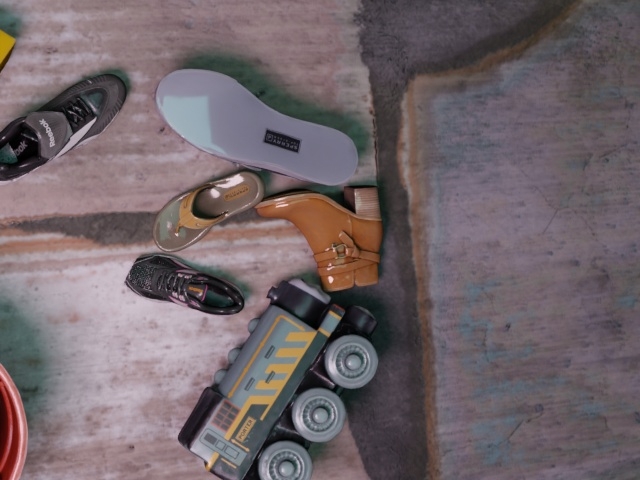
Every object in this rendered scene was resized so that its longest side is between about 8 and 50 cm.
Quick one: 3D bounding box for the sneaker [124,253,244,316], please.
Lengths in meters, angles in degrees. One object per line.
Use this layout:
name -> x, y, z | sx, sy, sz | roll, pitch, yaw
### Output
sneaker -> -0.186, 0.064, 1.548 | 0.178, 0.077, 0.072 | 13, 87, -15

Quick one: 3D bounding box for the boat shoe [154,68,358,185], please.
boat shoe -> -0.098, -0.155, 1.553 | 0.306, 0.105, 0.113 | 14, 84, -22

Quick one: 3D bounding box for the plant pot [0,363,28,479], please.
plant pot -> -0.509, 0.226, 1.366 | 0.272, 0.265, 0.273 | 0, 91, -16

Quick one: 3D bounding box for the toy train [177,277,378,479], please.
toy train -> -0.057, 0.217, 1.565 | 0.190, 0.142, 0.334 | 33, 83, -4

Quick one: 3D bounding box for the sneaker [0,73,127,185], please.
sneaker -> -0.359, -0.150, 1.477 | 0.234, 0.106, 0.078 | -34, 101, -12

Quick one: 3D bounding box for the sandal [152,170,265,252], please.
sandal -> -0.163, -0.045, 1.549 | 0.180, 0.049, 0.072 | -27, 89, 7

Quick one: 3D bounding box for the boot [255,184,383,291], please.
boot -> 0.000, 0.000, 1.603 | 0.197, 0.073, 0.152 | -3, 98, -11

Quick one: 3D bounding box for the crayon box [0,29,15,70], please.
crayon box -> -0.627, -0.219, 1.370 | 0.363, 0.106, 0.313 | 33, 68, -14
